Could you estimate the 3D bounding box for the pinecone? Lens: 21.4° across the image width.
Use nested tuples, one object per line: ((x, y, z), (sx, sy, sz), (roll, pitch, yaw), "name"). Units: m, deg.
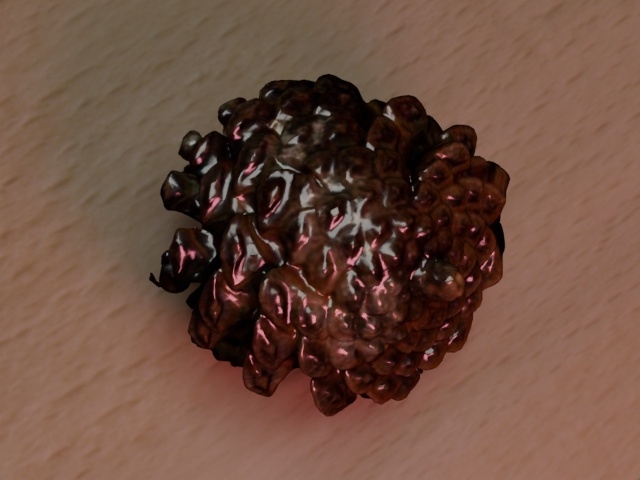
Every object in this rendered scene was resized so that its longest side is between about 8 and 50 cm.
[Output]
((-0.003, 0.001, 1.486), (0.296, 0.242, 0.298), (33, 71, 15), "pinecone")
